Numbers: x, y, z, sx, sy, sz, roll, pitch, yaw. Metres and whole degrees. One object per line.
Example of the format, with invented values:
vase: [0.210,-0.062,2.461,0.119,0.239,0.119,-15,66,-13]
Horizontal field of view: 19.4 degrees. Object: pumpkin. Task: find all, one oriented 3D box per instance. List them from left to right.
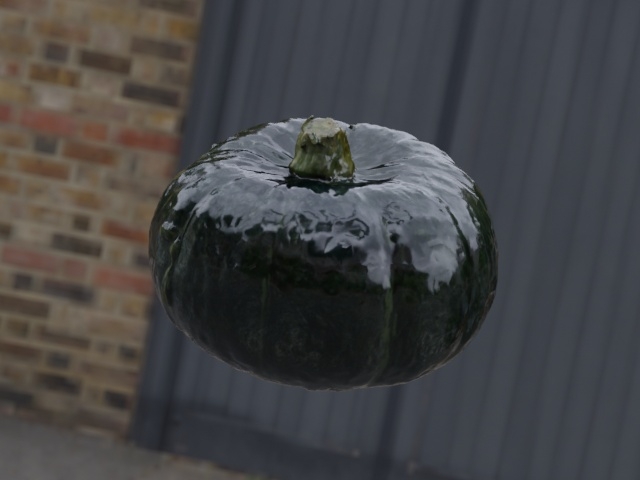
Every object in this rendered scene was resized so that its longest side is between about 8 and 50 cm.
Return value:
pumpkin: [0.002,0.001,1.102,0.211,0.152,0.211,11,13,-3]
